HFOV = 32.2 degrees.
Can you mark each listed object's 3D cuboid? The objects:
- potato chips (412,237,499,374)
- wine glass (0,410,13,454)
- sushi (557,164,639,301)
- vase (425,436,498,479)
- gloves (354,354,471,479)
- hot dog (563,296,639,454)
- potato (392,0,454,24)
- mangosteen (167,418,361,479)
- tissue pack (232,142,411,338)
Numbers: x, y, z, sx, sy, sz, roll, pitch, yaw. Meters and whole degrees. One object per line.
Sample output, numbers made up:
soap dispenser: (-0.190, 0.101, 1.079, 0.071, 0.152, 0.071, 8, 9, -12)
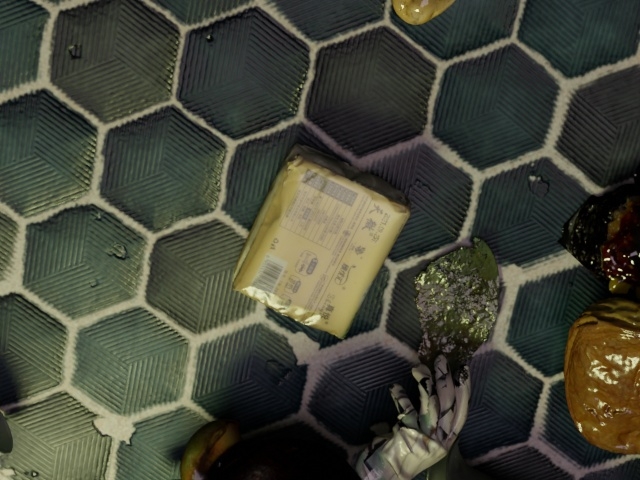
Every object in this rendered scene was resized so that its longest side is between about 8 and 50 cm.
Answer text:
potato chips: (0.191, 0.093, 1.594, 0.142, 0.026, 0.209, 31, 102, -9)
wine glass: (-0.548, 0.301, 1.555, 0.196, 0.165, 0.165, -32, 105, 3)
sushi: (0.447, 0.000, 1.511, 0.153, 0.150, 0.172, 39, 101, -12)
vase: (0.282, 0.448, 1.629, 0.300, 0.156, 0.251, 20, 92, -8)
gloves: (0.144, 0.265, 1.572, 0.212, 0.111, 0.127, -43, 130, 3)
hot dog: (0.439, 0.174, 1.544, 0.196, 0.122, 0.272, 6, 130, 14)
potato: (0.137, -0.322, 1.454, 0.083, 0.062, 0.068, -25, 123, -17)
mangosteen: (-0.091, 0.407, 1.551, 0.347, 0.307, 0.307, 31, 105, 21)
tissue pack: (0.000, 0.000, 1.523, 0.186, 0.090, 0.222, 23, 103, -7)
